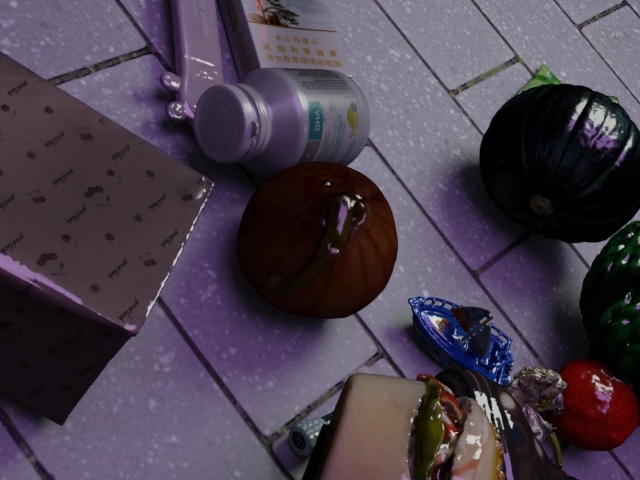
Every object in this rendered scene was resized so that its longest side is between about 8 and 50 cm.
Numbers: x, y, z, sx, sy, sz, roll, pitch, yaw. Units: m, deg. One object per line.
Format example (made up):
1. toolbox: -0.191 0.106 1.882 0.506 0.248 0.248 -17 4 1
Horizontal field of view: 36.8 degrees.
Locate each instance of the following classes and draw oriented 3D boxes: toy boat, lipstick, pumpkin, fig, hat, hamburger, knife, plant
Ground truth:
1. toy boat: 0.189 0.115 1.229 0.175 0.110 0.091 33 48 -9
2. lipstick: 0.016 0.209 1.106 0.116 0.037 0.037 -18 73 -43
3. pumpkin: 0.365 -0.132 1.401 0.248 0.248 0.248 17 54 -24
4. fig: 0.001 -0.001 1.125 0.205 0.205 0.205 17 54 -24
5. hat: 0.435 0.148 1.288 0.332 0.242 0.274 -43 116 -25
6. hamburger: 0.061 0.269 0.925 0.170 0.302 0.302 21 50 1
7. knife: -0.171 -0.303 1.303 0.132 0.038 0.399 14 58 -39
8. plant: 0.269 0.225 1.201 0.104 0.116 0.122 -18 57 -43

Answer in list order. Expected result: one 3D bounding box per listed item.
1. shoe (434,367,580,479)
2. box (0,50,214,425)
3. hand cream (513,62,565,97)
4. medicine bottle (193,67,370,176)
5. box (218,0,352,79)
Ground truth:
1. shoe: 0.245 0.328 1.084 0.237 0.171 0.384 2 62 -25
2. box: -0.298 -0.011 0.923 0.297 0.190 0.225 31 42 -11
3. hand cream: 0.376 -0.240 1.623 0.095 0.046 0.175 47 46 4
4. medicine bottle: -0.049 -0.148 1.205 0.215 0.135 0.135 -10 67 -49
5. box: -0.060 -0.313 1.370 0.149 0.067 0.233 0 61 -34
